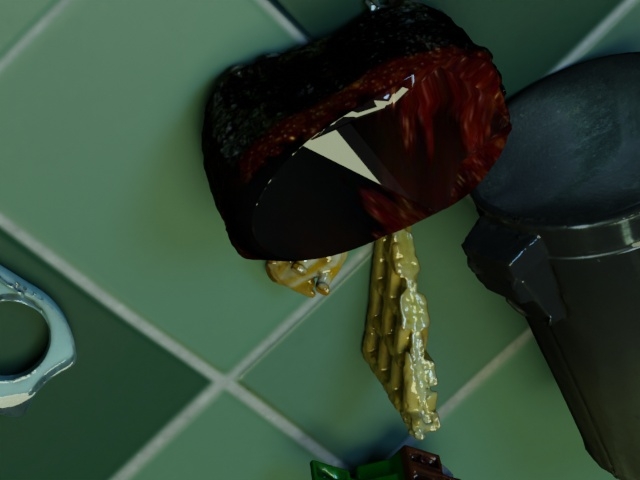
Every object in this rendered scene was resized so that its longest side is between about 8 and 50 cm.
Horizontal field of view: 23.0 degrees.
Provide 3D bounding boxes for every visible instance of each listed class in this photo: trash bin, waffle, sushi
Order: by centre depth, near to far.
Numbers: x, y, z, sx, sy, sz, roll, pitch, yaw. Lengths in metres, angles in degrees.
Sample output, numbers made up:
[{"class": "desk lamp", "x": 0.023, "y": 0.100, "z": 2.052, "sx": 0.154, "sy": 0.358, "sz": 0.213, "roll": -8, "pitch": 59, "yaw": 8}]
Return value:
[{"class": "sushi", "x": 0.020, "y": -0.076, "z": 1.140, "sx": 0.225, "sy": 0.126, "sz": 0.136, "roll": -30, "pitch": 123, "yaw": -6}, {"class": "waffle", "x": 0.069, "y": 0.043, "z": 1.223, "sx": 0.032, "sy": 0.125, "sz": 0.191, "roll": -7, "pitch": 124, "yaw": -16}, {"class": "trash bin", "x": 0.253, "y": 0.033, "z": 1.226, "sx": 0.252, "sy": 0.203, "sz": 0.301, "roll": -44, "pitch": 128, "yaw": -21}]

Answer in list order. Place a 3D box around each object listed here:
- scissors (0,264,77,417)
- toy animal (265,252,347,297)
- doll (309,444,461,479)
[{"class": "scissors", "x": -0.277, "y": -0.014, "z": 1.133, "sx": 0.191, "sy": 0.029, "sz": 0.360, "roll": -5, "pitch": 121, "yaw": -13}, {"class": "toy animal", "x": 0.000, "y": 0.000, "z": 1.225, "sx": 0.060, "sy": 0.081, "sz": 0.083, "roll": 38, "pitch": 67, "yaw": -24}, {"class": "doll", "x": 0.051, "y": 0.256, "z": 1.351, "sx": 0.134, "sy": 0.106, "sz": 0.186, "roll": -3, "pitch": 137, "yaw": -10}]
